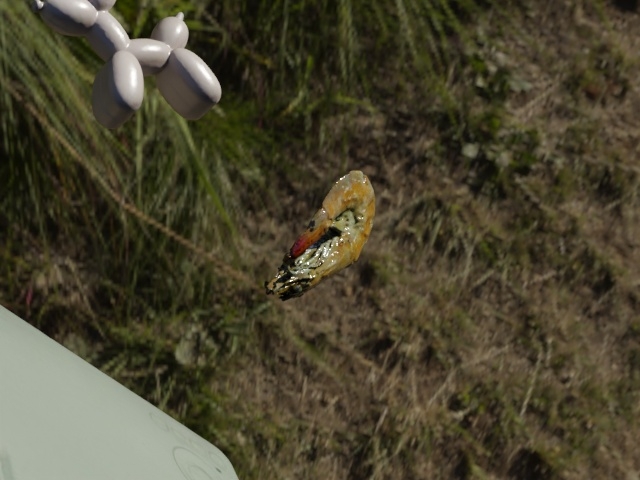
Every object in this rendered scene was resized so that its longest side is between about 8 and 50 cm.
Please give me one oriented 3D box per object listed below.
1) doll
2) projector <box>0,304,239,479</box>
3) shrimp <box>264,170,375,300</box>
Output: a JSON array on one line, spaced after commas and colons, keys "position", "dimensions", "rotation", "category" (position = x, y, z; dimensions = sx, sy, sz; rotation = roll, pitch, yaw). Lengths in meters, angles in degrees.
[{"position": [-0.181, -0.183, 1.073], "dimensions": [0.161, 0.059, 0.160], "rotation": [-11, 72, -43], "category": "doll"}, {"position": [-0.128, 0.122, 0.491], "dimensions": [0.099, 0.256, 0.192], "rotation": [-46, 34, 4], "category": "projector"}, {"position": [0.000, 0.000, 1.139], "dimensions": [0.042, 0.101, 0.190], "rotation": [16, 40, 29], "category": "shrimp"}]
